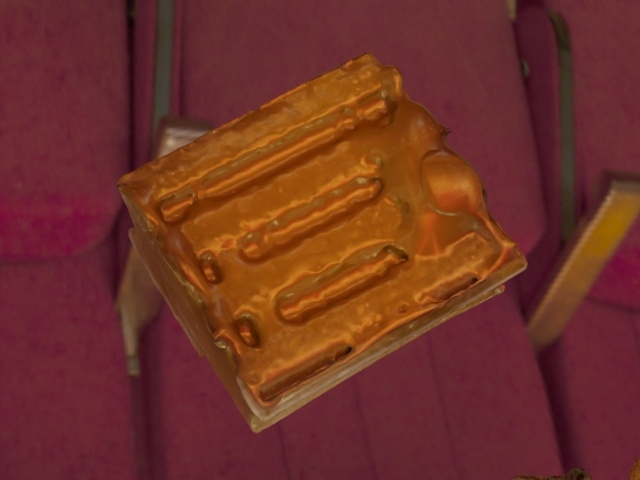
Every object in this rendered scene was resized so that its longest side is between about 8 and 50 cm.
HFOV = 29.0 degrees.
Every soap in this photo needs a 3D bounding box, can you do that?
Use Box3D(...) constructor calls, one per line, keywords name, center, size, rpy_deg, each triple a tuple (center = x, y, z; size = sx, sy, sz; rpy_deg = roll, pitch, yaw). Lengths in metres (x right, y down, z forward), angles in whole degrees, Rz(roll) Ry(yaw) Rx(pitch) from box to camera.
Box3D(name="soap", center=(0.000, 0.000, 1.105), size=(0.281, 0.259, 0.143), rpy_deg=(-26, 156, -17))

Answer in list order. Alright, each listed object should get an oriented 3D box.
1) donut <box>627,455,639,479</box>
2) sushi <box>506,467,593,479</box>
Box3D(name="donut", center=(0.329, 0.264, 0.994), size=(0.108, 0.278, 0.278), rpy_deg=(7, 134, -14))
Box3D(name="sushi", center=(0.305, 0.345, 1.325), size=(0.332, 0.130, 0.124), rpy_deg=(37, 130, -16))
